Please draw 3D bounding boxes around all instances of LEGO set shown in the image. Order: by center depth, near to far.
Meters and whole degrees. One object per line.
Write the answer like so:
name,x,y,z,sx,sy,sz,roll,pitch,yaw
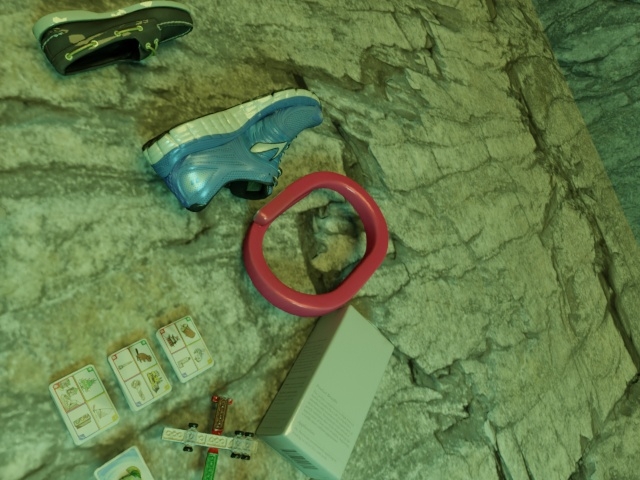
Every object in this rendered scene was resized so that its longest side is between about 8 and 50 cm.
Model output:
LEGO set,-0.191,0.244,0.567,0.183,0.060,0.244,-27,82,-37

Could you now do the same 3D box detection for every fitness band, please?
fitness band,0.000,0.000,0.763,0.209,0.054,0.291,48,51,-1

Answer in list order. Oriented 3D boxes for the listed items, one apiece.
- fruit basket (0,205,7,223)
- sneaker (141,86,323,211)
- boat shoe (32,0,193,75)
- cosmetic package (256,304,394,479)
fruit basket,-0.422,-0.073,0.271,0.353,0.166,0.327,56,14,-26
sneaker,-0.112,-0.144,0.724,0.330,0.130,0.147,-35,111,-37
boat shoe,-0.282,-0.293,0.658,0.228,0.081,0.068,-29,96,-34
cosmetic package,0.015,0.226,0.697,0.117,0.086,0.231,46,50,-15
